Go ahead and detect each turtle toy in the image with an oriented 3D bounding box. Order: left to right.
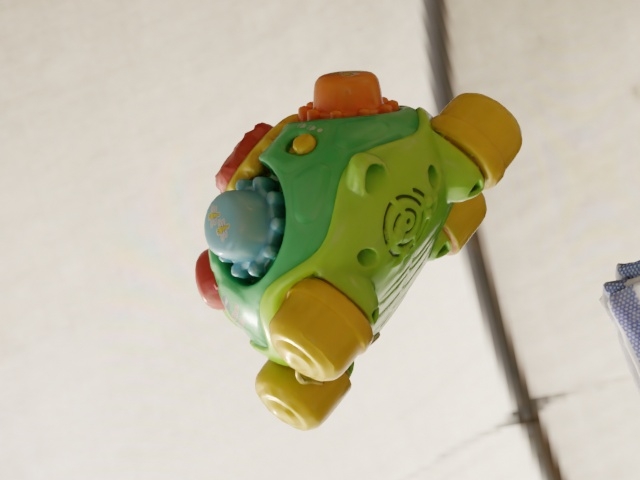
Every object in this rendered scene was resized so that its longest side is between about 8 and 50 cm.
[{"bbox_3d":[0.000,0.000,0.546,0.066,0.130,0.095,37,-111,7],"label":"turtle toy"}]

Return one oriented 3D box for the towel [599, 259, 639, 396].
[{"bbox_3d":[0.243,0.079,0.799,0.034,0.285,0.209,-20,-93,-32],"label":"towel"}]
